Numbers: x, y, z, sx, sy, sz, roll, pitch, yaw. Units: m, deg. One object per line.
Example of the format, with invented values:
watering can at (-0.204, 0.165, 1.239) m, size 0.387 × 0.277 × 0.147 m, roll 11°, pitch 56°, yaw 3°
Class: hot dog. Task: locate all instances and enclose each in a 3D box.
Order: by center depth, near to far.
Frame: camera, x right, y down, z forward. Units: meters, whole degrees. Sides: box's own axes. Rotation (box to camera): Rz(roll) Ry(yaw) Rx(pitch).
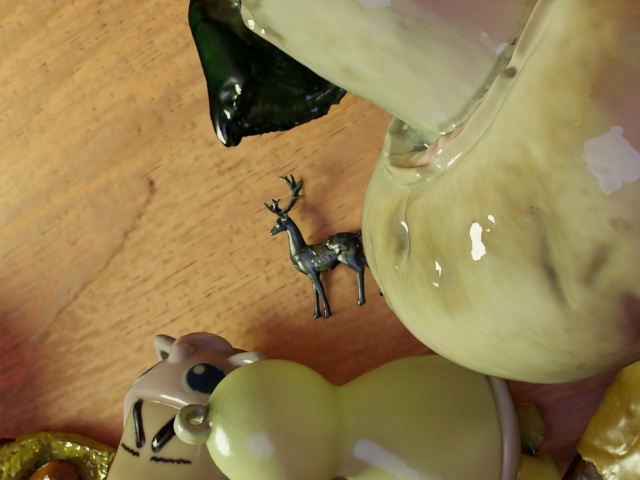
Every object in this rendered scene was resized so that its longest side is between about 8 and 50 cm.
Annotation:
hot dog at (-0.289, 0.254, 1.099) m, size 0.261 × 0.093 × 0.123 m, roll -39°, pitch 84°, yaw 18°

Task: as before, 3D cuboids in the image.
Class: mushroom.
mushroom at (0.157, -0.100, 0.798) m, size 0.325 × 0.353 × 0.353 m, roll -32°, pitch 85°, yaw -23°

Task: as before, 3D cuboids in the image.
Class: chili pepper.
chili pepper at (0.028, -0.184, 0.946) m, size 0.264 × 0.116 × 0.148 m, roll -26°, pitch 77°, yaw 18°

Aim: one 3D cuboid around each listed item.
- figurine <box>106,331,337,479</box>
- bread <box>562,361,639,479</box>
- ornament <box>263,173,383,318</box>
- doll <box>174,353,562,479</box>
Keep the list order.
figurine at (-0.084, 0.221, 0.992) m, size 0.176 × 0.186 × 0.288 m, roll 11°, pitch 116°, yaw 36°
bread at (0.312, 0.101, 0.859) m, size 0.195 × 0.149 × 0.344 m, roll 25°, pitch 104°, yaw 14°
ornament at (0.000, 0.000, 1.011) m, size 0.073 × 0.028 × 0.125 m, roll -23°, pitch 91°, yaw 20°
doll at (0.037, 0.147, 0.909) m, size 0.296 × 0.141 × 0.117 m, roll 4°, pitch 139°, yaw -11°
